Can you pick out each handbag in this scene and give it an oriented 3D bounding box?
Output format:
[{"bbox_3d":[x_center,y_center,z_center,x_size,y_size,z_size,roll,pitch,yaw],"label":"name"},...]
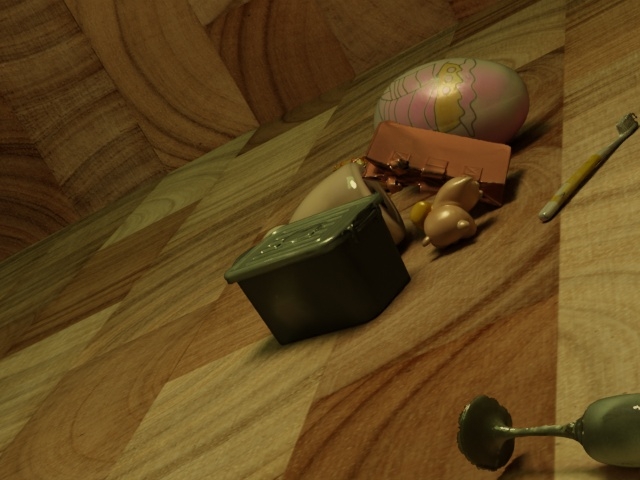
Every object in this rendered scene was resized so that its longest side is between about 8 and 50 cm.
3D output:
[{"bbox_3d":[0.177,-0.113,2.046,0.212,0.059,0.157,12,28,6],"label":"handbag"}]

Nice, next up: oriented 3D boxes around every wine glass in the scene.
[{"bbox_3d":[0.234,0.161,1.134,0.262,0.074,0.074,-11,23,49],"label":"wine glass"}]

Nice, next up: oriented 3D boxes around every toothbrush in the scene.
[{"bbox_3d":[0.378,-0.107,1.901,0.021,0.024,0.288,-13,21,47],"label":"toothbrush"}]

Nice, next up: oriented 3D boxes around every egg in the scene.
[{"bbox_3d":[0.216,-0.209,2.264,0.271,0.196,0.196,-14,20,44],"label":"egg"}]

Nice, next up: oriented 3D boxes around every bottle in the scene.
[{"bbox_3d":[0.000,0.000,2.084,0.236,0.147,0.147,-35,12,14],"label":"bottle"}]

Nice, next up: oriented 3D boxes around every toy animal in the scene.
[{"bbox_3d":[0.194,-0.029,1.926,0.114,0.091,0.082,-39,39,15],"label":"toy animal"}]

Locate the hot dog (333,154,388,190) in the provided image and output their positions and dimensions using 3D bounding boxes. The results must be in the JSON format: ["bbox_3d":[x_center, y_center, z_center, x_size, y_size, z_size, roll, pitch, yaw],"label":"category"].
[{"bbox_3d":[0.093,-0.128,2.488,0.104,0.076,0.250,-40,18,-33],"label":"hot dog"}]

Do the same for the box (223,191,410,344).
[{"bbox_3d":[0.003,0.045,1.909,0.243,0.135,0.163,-20,16,40],"label":"box"}]
